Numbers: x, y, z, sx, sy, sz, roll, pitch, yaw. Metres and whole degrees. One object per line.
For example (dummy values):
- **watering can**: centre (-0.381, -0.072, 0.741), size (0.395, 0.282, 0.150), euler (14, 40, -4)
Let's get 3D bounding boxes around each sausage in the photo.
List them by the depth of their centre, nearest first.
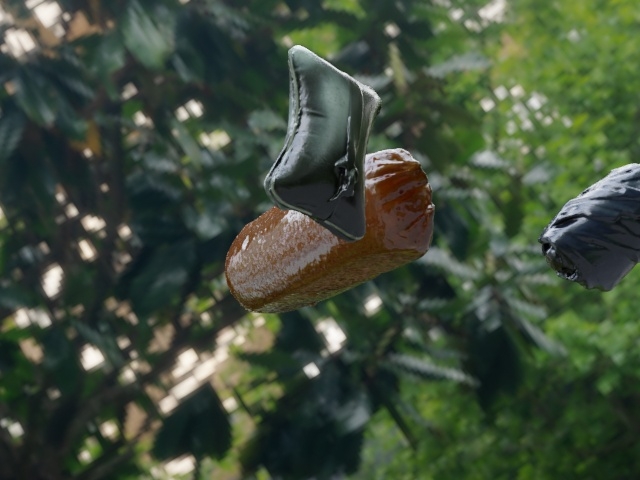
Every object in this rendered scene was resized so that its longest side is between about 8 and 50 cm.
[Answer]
- **sausage**: centre (0.000, 0.001, 1.412), size (0.094, 0.097, 0.348), euler (-9, -9, -26)

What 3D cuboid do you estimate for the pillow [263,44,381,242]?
- **pillow**: centre (0.003, -0.070, 1.139), size (0.091, 0.135, 0.055), euler (12, -28, -12)

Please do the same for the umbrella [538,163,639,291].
- **umbrella**: centre (0.264, -0.049, 1.119), size (0.248, 0.071, 0.071), euler (-36, -20, -11)
